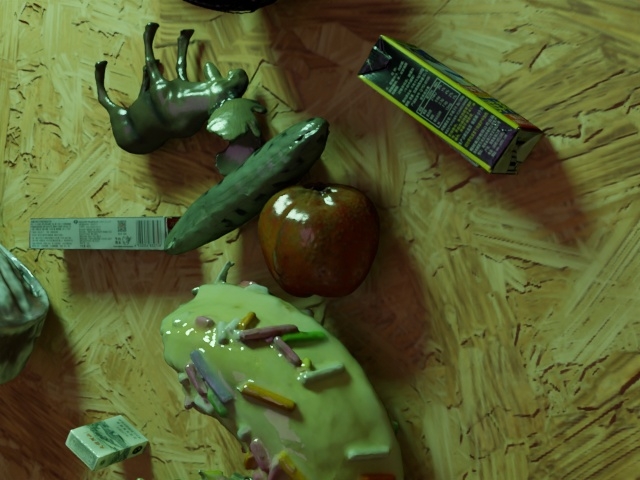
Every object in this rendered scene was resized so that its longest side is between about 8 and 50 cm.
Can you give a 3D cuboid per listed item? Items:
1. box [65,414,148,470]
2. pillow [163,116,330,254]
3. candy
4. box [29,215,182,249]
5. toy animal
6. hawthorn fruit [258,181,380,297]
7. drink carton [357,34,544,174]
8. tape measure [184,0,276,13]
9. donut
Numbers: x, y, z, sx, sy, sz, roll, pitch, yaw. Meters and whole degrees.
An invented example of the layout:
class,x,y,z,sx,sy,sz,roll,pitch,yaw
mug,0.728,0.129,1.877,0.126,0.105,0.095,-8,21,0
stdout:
class,x,y,z,sx,sy,sz,roll,pitch,yaw
box,-0.253,0.239,1.102,0.054,0.083,0.024,37,111,24
pillow,-0.068,-0.055,0.969,0.241,0.093,0.051,-37,80,28
candy,-0.470,0.055,1.146,0.289,0.214,0.157,35,110,20
box,-0.251,-0.008,1.103,0.218,0.055,0.039,0,92,31
toy animal,-0.146,-0.144,1.021,0.214,0.094,0.186,-25,76,37
hawthorn fruit,0.000,0.000,0.920,0.128,0.128,0.128,2,94,31
drink carton,0.119,-0.125,0.865,0.166,0.071,0.056,39,109,24
tape measure,-0.087,-0.335,0.899,0.135,0.202,0.222,20,90,29
donut,-0.072,0.246,0.942,0.307,0.150,0.371,32,116,22
